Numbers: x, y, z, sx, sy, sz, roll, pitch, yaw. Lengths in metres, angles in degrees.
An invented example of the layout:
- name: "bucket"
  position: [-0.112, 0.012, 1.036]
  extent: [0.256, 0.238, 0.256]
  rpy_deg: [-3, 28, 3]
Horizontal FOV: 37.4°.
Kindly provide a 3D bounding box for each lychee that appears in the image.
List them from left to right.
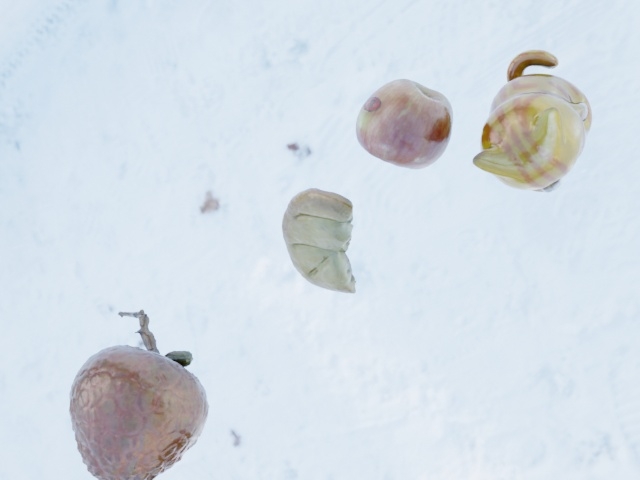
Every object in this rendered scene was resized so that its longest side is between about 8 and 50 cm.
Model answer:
- name: "lychee"
  position: [-0.144, 0.118, 0.732]
  extent: [0.115, 0.101, 0.140]
  rpy_deg: [-2, 78, 24]

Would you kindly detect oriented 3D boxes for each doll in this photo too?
- name: "doll"
  position: [0.328, -0.167, 1.444]
  extent: [0.162, 0.269, 0.167]
  rpy_deg: [41, 116, -10]

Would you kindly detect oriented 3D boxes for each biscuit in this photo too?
- name: "biscuit"
  position: [-0.004, -0.003, 1.708]
  extent: [0.154, 0.045, 0.299]
  rpy_deg: [26, 150, 20]

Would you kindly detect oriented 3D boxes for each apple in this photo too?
- name: "apple"
  position: [0.135, -0.180, 1.465]
  extent: [0.146, 0.146, 0.130]
  rpy_deg: [33, 105, 22]
